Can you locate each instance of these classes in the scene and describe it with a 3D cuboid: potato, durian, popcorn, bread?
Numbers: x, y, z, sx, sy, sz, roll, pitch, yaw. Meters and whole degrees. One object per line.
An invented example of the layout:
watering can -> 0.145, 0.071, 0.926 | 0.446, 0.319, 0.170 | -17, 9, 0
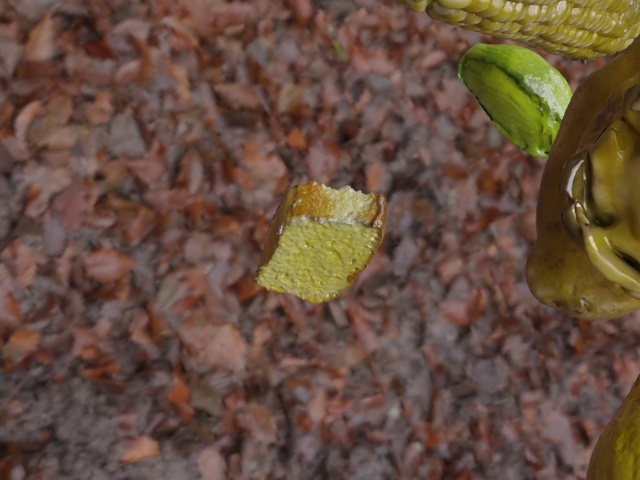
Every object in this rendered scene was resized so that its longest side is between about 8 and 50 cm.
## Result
potato -> 0.340, -0.081, 1.219 | 0.195, 0.176, 0.369 | 33, 78, -8
durian -> 0.323, -0.221, 1.848 | 0.101, 0.139, 0.250 | -39, 69, -25
popcorn -> 0.311, -0.054, 0.906 | 0.190, 0.250, 0.250 | 7, 66, -40
bread -> 0.000, 0.000, 1.174 | 0.103, 0.187, 0.065 | 16, 63, -7

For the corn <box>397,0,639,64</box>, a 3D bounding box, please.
corn -> 0.103, -0.136, 0.575 | 0.288, 0.086, 0.087 | -3, 73, -62

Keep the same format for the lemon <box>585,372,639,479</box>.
lemon -> 0.348, 0.245, 0.997 | 0.263, 0.236, 0.236 | 32, 36, 19
